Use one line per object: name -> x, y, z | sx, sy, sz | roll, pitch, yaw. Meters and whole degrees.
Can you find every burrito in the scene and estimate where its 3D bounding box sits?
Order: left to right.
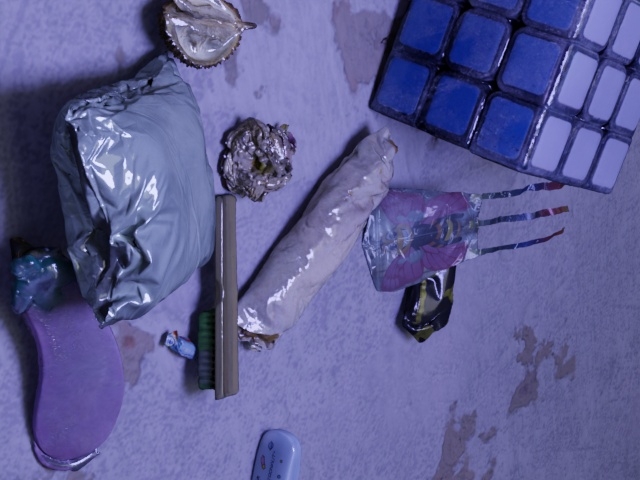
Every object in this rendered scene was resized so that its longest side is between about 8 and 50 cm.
burrito -> 0.000, 0.000, 1.947 | 0.392, 0.076, 0.117 | -53, 144, -19

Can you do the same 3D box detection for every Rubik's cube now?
Rubik's cube -> 0.313, -0.268, 2.013 | 0.303, 0.305, 0.301 | 9, 104, -54

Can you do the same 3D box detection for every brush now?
brush -> -0.140, 0.077, 1.819 | 0.054, 0.048, 0.282 | -12, 104, -67

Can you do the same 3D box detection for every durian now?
durian -> -0.151, -0.272, 1.659 | 0.140, 0.071, 0.110 | -4, 102, -36

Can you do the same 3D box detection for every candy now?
candy -> -0.187, 0.144, 1.815 | 0.030, 0.020, 0.083 | -60, 145, -2

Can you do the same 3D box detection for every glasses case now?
glasses case -> -0.071, 0.375, 2.007 | 0.045, 0.067, 0.178 | -3, 106, -52

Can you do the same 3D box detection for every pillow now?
pillow -> -0.217, -0.067, 1.569 | 0.310, 0.138, 0.283 | -45, 132, -68

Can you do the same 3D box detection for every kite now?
kite -> 0.239, -0.025, 2.121 | 0.360, 0.022, 0.204 | -13, 127, -12

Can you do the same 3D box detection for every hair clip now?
hair clip -> -0.311, 0.143, 1.618 | 0.110, 0.095, 0.359 | -54, 144, -47

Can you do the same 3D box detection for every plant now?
plant -> -0.081, -0.119, 1.818 | 0.116, 0.104, 0.122 | -52, -176, 31

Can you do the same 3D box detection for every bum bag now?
bum bag -> 0.192, 0.058, 2.209 | 0.106, 0.060, 0.232 | 7, 96, -42
